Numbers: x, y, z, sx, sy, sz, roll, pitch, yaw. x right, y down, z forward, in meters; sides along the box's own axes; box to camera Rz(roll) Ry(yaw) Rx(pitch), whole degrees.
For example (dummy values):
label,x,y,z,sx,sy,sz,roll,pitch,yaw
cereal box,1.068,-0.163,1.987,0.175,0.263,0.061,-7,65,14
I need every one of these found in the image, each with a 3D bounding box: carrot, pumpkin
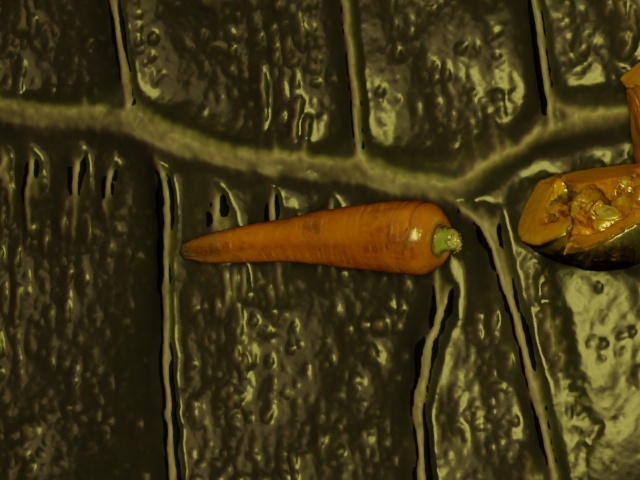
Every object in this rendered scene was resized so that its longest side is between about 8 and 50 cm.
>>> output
label,x,y,z,sx,sy,sz,roll,pitch,yaw
carrot,0.000,0.000,1.358,0.256,0.061,0.061,-2,87,25
pumpkin,0.245,-0.044,1.253,0.107,0.119,0.183,36,105,-21
